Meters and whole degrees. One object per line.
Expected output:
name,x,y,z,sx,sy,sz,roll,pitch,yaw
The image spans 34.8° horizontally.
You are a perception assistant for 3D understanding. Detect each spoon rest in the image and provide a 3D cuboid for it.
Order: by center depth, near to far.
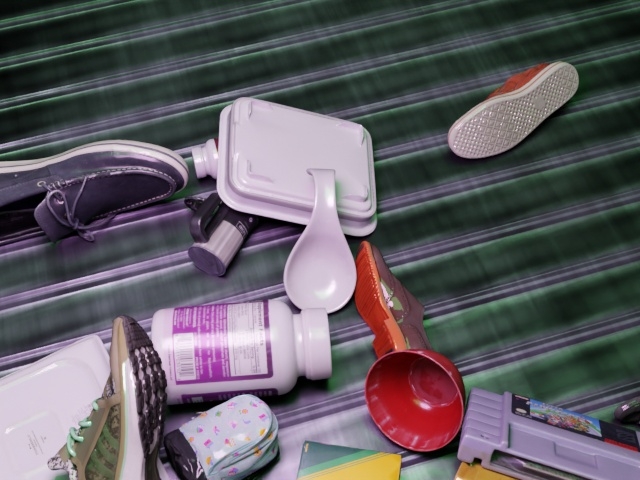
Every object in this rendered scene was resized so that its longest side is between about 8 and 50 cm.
spoon rest,0.000,0.000,1.909,0.137,0.084,0.276,1,88,-7

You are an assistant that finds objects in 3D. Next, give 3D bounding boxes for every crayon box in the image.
crayon box,0.031,0.469,1.625,0.165,0.081,0.278,7,54,6

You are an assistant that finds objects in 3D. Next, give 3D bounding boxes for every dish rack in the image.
dish rack,-0.035,-0.162,2.034,0.333,0.072,0.285,11,52,-16

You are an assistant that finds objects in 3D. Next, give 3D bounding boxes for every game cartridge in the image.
game cartridge,0.403,0.338,1.646,0.355,0.068,0.230,16,19,7

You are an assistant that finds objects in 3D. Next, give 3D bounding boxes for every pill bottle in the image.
pill bottle,-0.134,0.190,1.781,0.302,0.169,0.169,-4,53,-3
pill bottle,-0.185,-0.173,2.103,0.152,0.086,0.086,-12,54,-8

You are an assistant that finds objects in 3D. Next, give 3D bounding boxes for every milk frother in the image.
milk frother,-0.221,-0.019,1.996,0.143,0.129,0.134,-13,36,49

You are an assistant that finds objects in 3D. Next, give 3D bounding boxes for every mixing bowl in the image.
mixing bowl,0.177,0.256,1.746,0.181,0.181,0.098,28,28,20

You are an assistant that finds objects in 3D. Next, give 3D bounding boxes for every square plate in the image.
square plate,-0.480,0.350,1.743,0.344,0.049,0.347,-24,57,-16

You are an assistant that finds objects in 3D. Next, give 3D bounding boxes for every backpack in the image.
backpack,-0.154,0.342,1.703,0.182,0.115,0.152,-24,54,-19

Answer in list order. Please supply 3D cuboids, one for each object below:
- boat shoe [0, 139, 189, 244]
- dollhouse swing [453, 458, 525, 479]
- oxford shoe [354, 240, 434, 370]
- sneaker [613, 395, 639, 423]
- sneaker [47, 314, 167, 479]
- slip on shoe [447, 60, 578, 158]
boat shoe,-0.500,-0.077,1.986,0.500,0.186,0.156,-8,59,1
dollhouse swing,0.346,0.530,1.590,0.347,0.304,0.315,18,14,14
oxford shoe,0.132,0.120,1.891,0.098,0.097,0.271,-3,58,-23
sneaker,0.599,0.309,1.754,0.170,0.051,0.089,-9,49,-10
sneaker,-0.349,0.322,1.617,0.182,0.158,0.410,0,83,7
slip on shoe,0.399,-0.278,2.172,0.331,0.123,0.101,-35,28,-17
